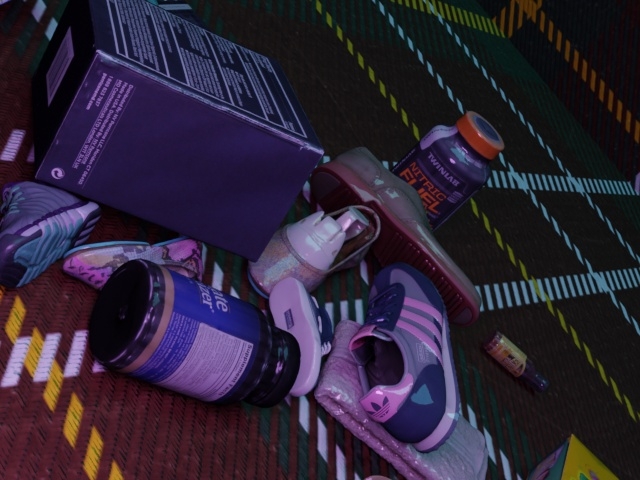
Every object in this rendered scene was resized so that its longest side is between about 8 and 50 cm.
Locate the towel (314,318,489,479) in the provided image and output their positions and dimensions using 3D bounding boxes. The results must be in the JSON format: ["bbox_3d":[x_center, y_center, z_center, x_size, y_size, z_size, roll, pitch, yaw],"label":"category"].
[{"bbox_3d":[0.115,0.239,1.555,0.282,0.049,0.187,41,25,-8],"label":"towel"}]

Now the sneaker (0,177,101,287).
[{"bbox_3d":[-0.324,-0.016,1.256,0.098,0.083,0.224,34,14,3],"label":"sneaker"}]

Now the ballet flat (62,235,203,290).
[{"bbox_3d":[-0.204,0.038,1.357,0.221,0.077,0.079,-7,76,-60],"label":"ballet flat"}]

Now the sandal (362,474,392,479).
[{"bbox_3d":[0.109,0.367,1.350,0.240,0.088,0.079,50,-7,-6],"label":"sandal"}]

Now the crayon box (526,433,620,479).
[{"bbox_3d":[0.396,0.473,1.558,0.313,0.106,0.363,45,25,0],"label":"crayon box"}]

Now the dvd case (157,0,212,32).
[{"bbox_3d":[-0.204,-0.315,1.941,0.221,0.018,0.164,50,26,7],"label":"dvd case"}]

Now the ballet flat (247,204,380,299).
[{"bbox_3d":[0.000,0.000,1.670,0.107,0.106,0.316,48,25,6],"label":"ballet flat"}]

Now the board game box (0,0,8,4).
[{"bbox_3d":[-0.444,-0.452,1.473,0.302,0.086,0.308,-46,118,-50],"label":"board game box"}]

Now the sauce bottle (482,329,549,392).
[{"bbox_3d":[0.326,0.203,1.936,0.128,0.042,0.042,40,25,-7],"label":"sauce bottle"}]

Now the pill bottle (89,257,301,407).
[{"bbox_3d":[-0.133,0.111,1.282,0.219,0.123,0.122,26,31,-36],"label":"pill bottle"}]

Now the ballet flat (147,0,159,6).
[{"bbox_3d":[-0.259,-0.312,1.785,0.087,0.083,0.247,35,25,-54],"label":"ballet flat"}]

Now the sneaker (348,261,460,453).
[{"bbox_3d":[0.093,0.122,1.517,0.131,0.112,0.319,32,26,-28],"label":"sneaker"}]

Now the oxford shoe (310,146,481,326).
[{"bbox_3d":[0.145,-0.017,1.852,0.348,0.123,0.130,48,54,5],"label":"oxford shoe"}]

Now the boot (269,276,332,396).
[{"bbox_3d":[-0.013,0.135,1.496,0.086,0.069,0.190,43,27,-37],"label":"boot"}]

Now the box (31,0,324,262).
[{"bbox_3d":[-0.187,-0.154,1.443,0.294,0.182,0.296,21,23,-24],"label":"box"}]

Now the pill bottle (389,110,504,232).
[{"bbox_3d":[0.194,-0.106,1.960,0.130,0.245,0.130,35,27,-20],"label":"pill bottle"}]
